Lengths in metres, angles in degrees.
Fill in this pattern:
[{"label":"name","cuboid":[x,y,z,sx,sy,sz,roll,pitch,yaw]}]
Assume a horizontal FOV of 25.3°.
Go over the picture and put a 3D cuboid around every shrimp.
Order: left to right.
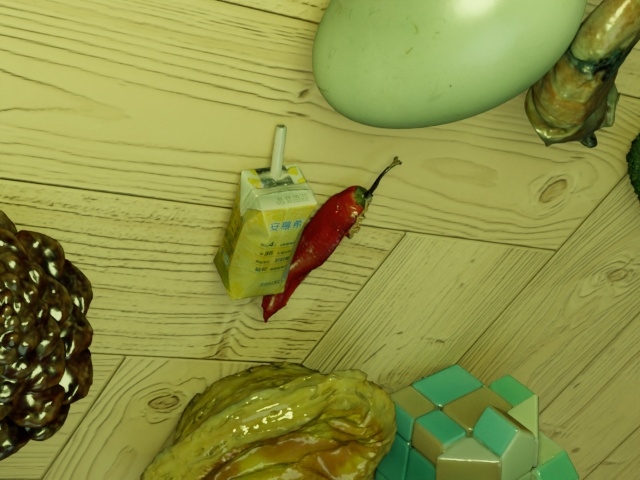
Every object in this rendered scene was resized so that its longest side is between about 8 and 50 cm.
[{"label":"shrimp","cuboid":[0.293,-0.185,1.403,0.247,0.085,0.360,-45,168,-7]}]

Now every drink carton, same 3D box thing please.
[{"label":"drink carton","cuboid":[-0.052,-0.026,1.474,0.084,0.074,0.200,-7,142,-25]}]

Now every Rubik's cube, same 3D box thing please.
[{"label":"Rubik's cube","cuboid":[0.200,0.309,1.890,0.224,0.213,0.265,-22,132,-33]}]

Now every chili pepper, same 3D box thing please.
[{"label":"chili pepper","cuboid":[0.000,0.000,1.565,0.050,0.059,0.268,37,123,-9]}]

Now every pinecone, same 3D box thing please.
[{"label":"pinecone","cuboid":[-0.341,0.105,1.356,0.244,0.244,0.309,3,152,-34]}]

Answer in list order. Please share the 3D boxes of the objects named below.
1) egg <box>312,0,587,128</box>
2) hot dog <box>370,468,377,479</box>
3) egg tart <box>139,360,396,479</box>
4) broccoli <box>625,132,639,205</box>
[{"label":"egg","cuboid":[0.111,-0.196,1.257,0.264,0.183,0.183,-31,145,19]},{"label":"hot dog","cuboid":[0.045,0.298,1.956,0.061,0.078,0.169,-57,154,-24]},{"label":"egg tart","cuboid":[-0.071,0.251,1.770,0.341,0.132,0.341,-16,145,-11]},{"label":"broccoli","cuboid":[0.518,-0.056,1.633,0.283,0.321,0.304,-50,160,-18]}]
